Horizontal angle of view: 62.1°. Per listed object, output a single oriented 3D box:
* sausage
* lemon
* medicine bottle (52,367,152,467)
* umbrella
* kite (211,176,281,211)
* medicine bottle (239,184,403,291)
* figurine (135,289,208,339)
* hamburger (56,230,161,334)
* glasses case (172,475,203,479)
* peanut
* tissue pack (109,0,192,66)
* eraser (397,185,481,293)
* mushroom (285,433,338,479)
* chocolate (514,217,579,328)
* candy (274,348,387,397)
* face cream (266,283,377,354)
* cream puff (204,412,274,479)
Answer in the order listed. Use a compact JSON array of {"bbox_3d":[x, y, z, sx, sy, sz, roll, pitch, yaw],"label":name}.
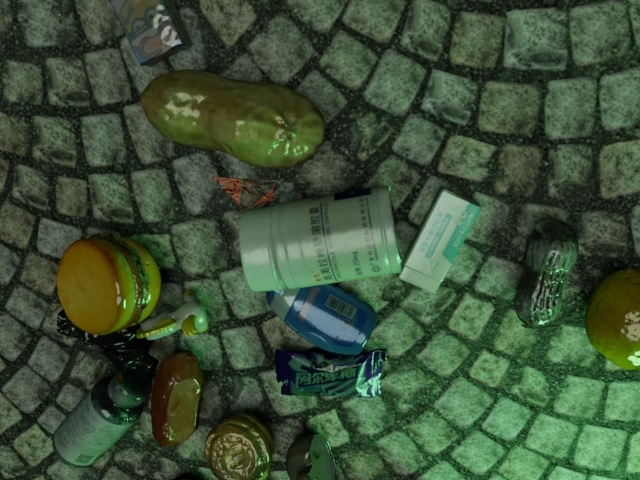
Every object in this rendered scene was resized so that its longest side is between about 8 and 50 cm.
[{"bbox_3d":[-0.364,0.398,1.340,0.133,0.133,0.258,11,105,4],"label":"sausage"},{"bbox_3d":[0.652,0.164,1.116,0.170,0.170,0.207,15,101,3],"label":"lemon"},{"bbox_3d":[-0.555,0.448,1.366,0.141,0.141,0.293,43,110,-5],"label":"medicine bottle"},{"bbox_3d":[-0.521,0.243,1.322,0.272,0.122,0.110,27,86,8],"label":"umbrella"},{"bbox_3d":[-0.137,-0.100,1.231,0.125,0.008,0.222,-39,98,13],"label":"kite"},{"bbox_3d":[0.000,0.000,1.142,0.332,0.190,0.189,-9,104,9],"label":"medicine bottle"},{"bbox_3d":[-0.360,0.193,1.278,0.178,0.129,0.109,-11,107,10],"label":"figurine"},{"bbox_3d":[-0.483,0.096,1.243,0.246,0.170,0.246,4,98,30],"label":"hamburger"},{"bbox_3d":[-0.351,0.799,1.475,0.122,0.082,0.320,-4,105,9],"label":"glasses case"},{"bbox_3d":[-0.181,-0.249,1.097,0.387,0.192,0.169,12,114,4],"label":"peanut"},{"bbox_3d":[-0.360,-0.464,1.126,0.116,0.065,0.155,-20,103,14],"label":"tissue pack"},{"bbox_3d":[0.260,-0.001,1.179,0.096,0.052,0.225,24,107,-2],"label":"eraser"},{"bbox_3d":[-0.026,0.582,1.345,0.117,0.141,0.188,-17,101,35],"label":"mushroom"},{"bbox_3d":[0.484,0.073,1.142,0.110,0.110,0.248,9,110,5],"label":"chocolate"},{"bbox_3d":[0.025,0.324,1.299,0.275,0.070,0.145,-1,113,4],"label":"candy"},{"bbox_3d":[-0.006,0.164,1.240,0.264,0.083,0.149,28,88,3],"label":"face cream"},{"bbox_3d":[-0.197,0.533,1.355,0.189,0.129,0.189,1,97,10],"label":"cream puff"}]
